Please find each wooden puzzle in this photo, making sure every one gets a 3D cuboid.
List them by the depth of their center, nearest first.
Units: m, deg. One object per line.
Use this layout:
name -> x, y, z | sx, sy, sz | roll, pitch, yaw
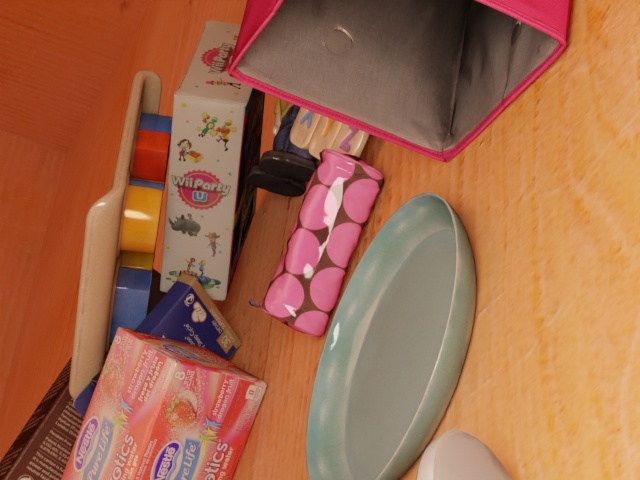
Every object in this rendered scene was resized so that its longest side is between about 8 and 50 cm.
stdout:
wooden puzzle -> -0.246, -0.007, 2.089 | 0.348, 0.080, 0.322 | -82, 3, -56

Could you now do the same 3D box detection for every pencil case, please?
pencil case -> 0.000, 0.000, 1.819 | 0.098, 0.095, 0.209 | -30, -36, -84

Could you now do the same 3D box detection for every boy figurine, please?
boy figurine -> -0.021, -0.207, 2.116 | 0.177, 0.092, 0.285 | 138, 145, -63

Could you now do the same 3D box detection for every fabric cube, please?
fabric cube -> 0.089, -0.277, 1.566 | 0.259, 0.254, 0.258 | -45, 28, 56

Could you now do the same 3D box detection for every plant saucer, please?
plant saucer -> 0.071, 0.109, 1.542 | 0.317, 0.044, 0.317 | -56, 22, 38

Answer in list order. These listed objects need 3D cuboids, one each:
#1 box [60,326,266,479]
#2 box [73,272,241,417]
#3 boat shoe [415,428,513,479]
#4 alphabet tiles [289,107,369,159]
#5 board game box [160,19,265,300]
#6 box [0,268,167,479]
box -> -0.210, 0.277, 1.967 | 0.142, 0.154, 0.300 | 24, 95, 48
box -> -0.207, 0.169, 2.062 | 0.036, 0.136, 0.225 | 19, 61, 44
boat shoe -> 0.097, 0.280, 1.146 | 0.105, 0.113, 0.306 | -40, 40, 32
alphabet tiles -> 0.048, -0.226, 1.915 | 0.278, 0.021, 0.284 | -65, 31, 8
board game box -> -0.139, -0.108, 2.133 | 0.224, 0.097, 0.303 | -77, -6, -56
box -> -0.317, 0.239, 2.280 | 0.381, 0.143, 0.191 | -60, 11, -23
